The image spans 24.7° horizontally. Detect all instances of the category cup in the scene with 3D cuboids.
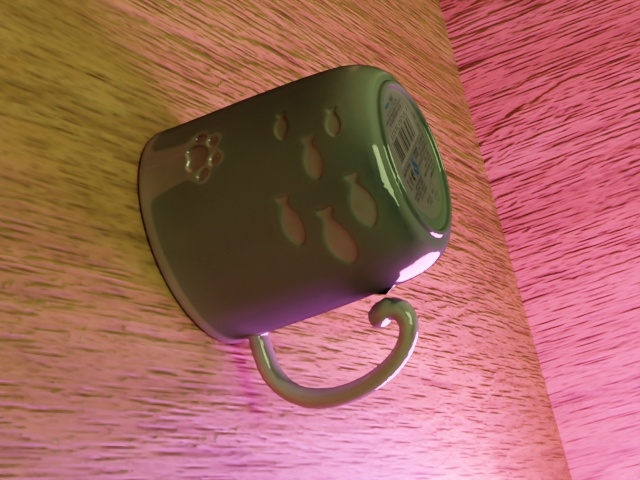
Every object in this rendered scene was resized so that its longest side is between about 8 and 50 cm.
[{"bbox_3d":[0.000,0.000,1.598,0.259,0.274,0.357,-3,74,-67],"label":"cup"}]
